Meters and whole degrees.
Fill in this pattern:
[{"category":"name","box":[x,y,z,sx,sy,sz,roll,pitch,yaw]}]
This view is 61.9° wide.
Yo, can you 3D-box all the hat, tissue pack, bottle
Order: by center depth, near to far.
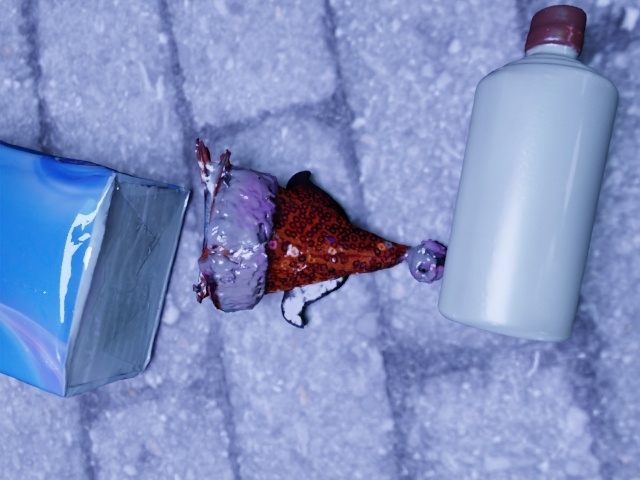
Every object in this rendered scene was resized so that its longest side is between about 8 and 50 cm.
[{"category":"bottle","box":[0.161,-0.052,0.409,0.104,0.104,0.245,10,91,15]},{"category":"hat","box":[0.000,-0.002,0.465,0.228,0.129,0.140,5,68,-3]},{"category":"tissue pack","box":[-0.290,0.009,0.505,0.264,0.146,0.198,15,92,15]}]
